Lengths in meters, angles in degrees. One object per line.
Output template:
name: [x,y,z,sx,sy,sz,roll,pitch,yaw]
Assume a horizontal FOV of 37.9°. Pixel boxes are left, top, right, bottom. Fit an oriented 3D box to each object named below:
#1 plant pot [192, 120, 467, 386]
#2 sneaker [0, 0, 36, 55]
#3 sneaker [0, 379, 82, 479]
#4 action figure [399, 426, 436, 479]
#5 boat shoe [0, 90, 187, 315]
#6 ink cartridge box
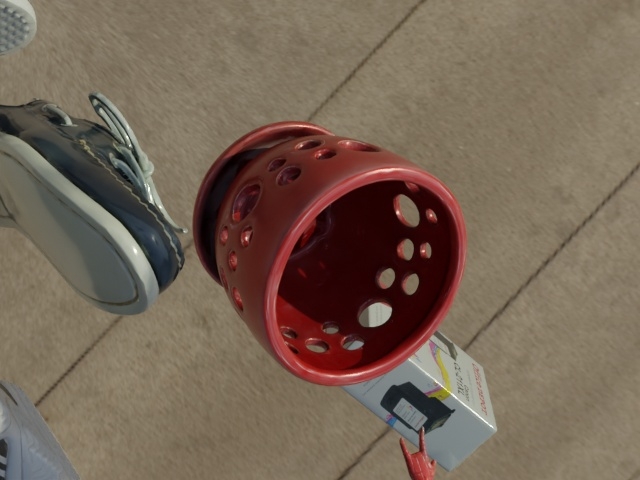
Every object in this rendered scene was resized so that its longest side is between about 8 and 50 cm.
plant pot: [0.000,0.000,0.781,0.191,0.174,0.191,-13,119,-25]
sneaker: [-0.457,-0.287,0.965,0.321,0.127,0.126,7,146,-35]
sneaker: [-0.273,0.125,0.502,0.210,0.137,0.366,-34,142,-16]
action figure: [-0.003,0.213,0.567,0.280,0.091,0.139,-10,74,-36]
boat shoe: [-0.138,-0.032,0.526,0.079,0.254,0.095,-28,118,-27]
ink cartridge box: [0.090,0.133,0.958,0.175,0.127,0.072,39,109,-13]
